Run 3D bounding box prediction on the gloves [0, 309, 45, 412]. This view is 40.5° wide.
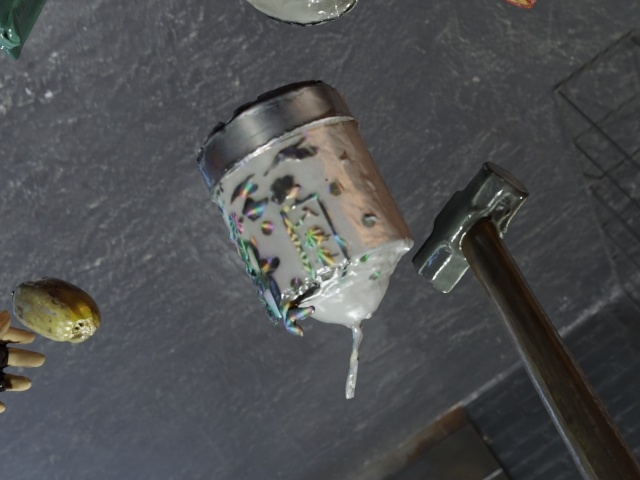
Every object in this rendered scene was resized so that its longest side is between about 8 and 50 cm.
[{"bbox_3d":[-0.446,0.166,1.096,0.164,0.124,0.203,-64,168,28],"label":"gloves"}]

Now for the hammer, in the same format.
[{"bbox_3d":[0.149,0.076,0.599,0.043,0.365,0.111,26,115,-25],"label":"hammer"}]

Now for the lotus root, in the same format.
[{"bbox_3d":[-0.232,0.057,0.749,0.054,0.099,0.049,18,87,-57],"label":"lotus root"}]

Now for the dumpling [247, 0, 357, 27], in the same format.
[{"bbox_3d":[-0.042,-0.367,1.131,0.142,0.247,0.173,-46,154,-55],"label":"dumpling"}]

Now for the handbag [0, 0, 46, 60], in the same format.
[{"bbox_3d":[-0.332,-0.352,0.920,0.089,0.239,0.326,18,166,-6],"label":"handbag"}]

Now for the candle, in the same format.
[{"bbox_3d":[0.000,0.000,0.938,0.187,0.330,0.187,-24,169,-5],"label":"candle"}]

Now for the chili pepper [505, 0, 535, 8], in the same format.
[{"bbox_3d":[0.213,-0.347,0.911,0.084,0.086,0.192,-22,127,-67],"label":"chili pepper"}]
